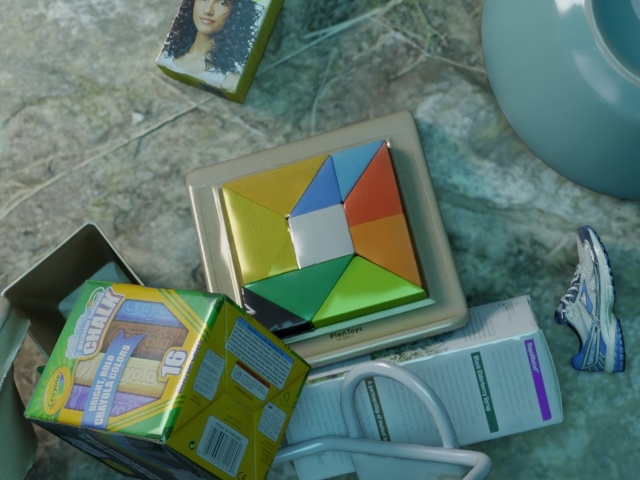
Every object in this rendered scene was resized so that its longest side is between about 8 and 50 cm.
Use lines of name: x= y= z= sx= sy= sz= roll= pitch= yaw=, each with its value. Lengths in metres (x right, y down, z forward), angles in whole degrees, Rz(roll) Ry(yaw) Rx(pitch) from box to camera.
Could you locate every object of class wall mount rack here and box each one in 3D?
wall mount rack: x=0.029 y=0.277 z=1.342 sx=0.304 sy=0.130 sz=0.350 roll=-1 pitch=115 yaw=41

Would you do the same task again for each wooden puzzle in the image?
wooden puzzle: x=0.000 y=0.000 z=1.420 sx=0.221 sy=0.044 sz=0.239 roll=-16 pitch=59 yaw=4

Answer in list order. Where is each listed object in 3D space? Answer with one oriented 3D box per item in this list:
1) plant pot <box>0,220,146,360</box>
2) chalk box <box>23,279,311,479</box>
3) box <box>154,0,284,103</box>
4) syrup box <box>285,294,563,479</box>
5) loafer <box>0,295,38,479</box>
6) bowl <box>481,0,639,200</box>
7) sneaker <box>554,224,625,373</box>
plant pot: x=-0.205 y=0.062 z=1.452 sx=0.109 sy=0.096 sz=0.109 roll=-39 pitch=80 yaw=1
chalk box: x=-0.142 y=0.120 z=1.320 sx=0.213 sy=0.132 sz=0.132 roll=6 pitch=65 yaw=40
box: x=-0.070 y=-0.252 z=1.493 sx=0.087 sy=0.058 sz=0.232 roll=20 pitch=85 yaw=8
syrup box: x=0.086 y=0.129 z=1.399 sx=0.236 sy=0.093 sz=0.096 roll=-13 pitch=108 yaw=4
loafer: x=-0.294 y=0.167 z=1.421 sx=0.092 sy=0.102 sz=0.268 roll=16 pitch=121 yaw=-10
bowl: x=0.302 y=-0.194 z=1.376 sx=0.311 sy=0.163 sz=0.312 roll=0 pitch=87 yaw=-1
sneaker: x=0.237 y=0.054 z=1.429 sx=0.058 sy=0.052 sz=0.135 roll=-9 pitch=82 yaw=9
